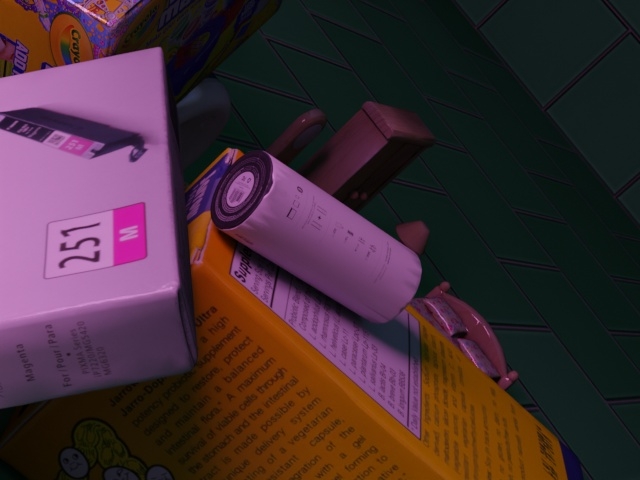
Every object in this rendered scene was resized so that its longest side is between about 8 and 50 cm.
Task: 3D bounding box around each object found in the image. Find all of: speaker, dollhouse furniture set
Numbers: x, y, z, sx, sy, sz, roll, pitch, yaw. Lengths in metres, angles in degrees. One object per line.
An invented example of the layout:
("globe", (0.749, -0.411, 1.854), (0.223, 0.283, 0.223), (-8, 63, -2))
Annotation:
("speaker", (0.000, 0.000, 0.870), (0.136, 0.055, 0.055), (32, 24, -34))
("dollhouse furniture set", (0.107, 0.050, 1.395), (0.355, 0.174, 0.303), (53, 21, 18))

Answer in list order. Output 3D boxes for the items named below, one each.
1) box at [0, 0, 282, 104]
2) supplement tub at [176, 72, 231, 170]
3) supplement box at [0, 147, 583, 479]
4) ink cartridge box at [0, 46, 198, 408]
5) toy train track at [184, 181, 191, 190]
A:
("box", (-0.196, -0.238, 1.066), (0.279, 0.177, 0.290), (33, 49, 9))
("supplement tub", (-0.188, -0.148, 1.219), (0.199, 0.144, 0.144), (51, 20, 10))
("supplement box", (-0.004, 0.146, 0.955), (0.356, 0.195, 0.194), (42, 20, -14))
("ink cartridge box", (-0.197, -0.007, 0.812), (0.275, 0.239, 0.060), (-103, -178, -55))
("toy train track", (-0.140, -0.062, 1.344), (0.083, 0.014, 0.048), (26, 28, -45))
